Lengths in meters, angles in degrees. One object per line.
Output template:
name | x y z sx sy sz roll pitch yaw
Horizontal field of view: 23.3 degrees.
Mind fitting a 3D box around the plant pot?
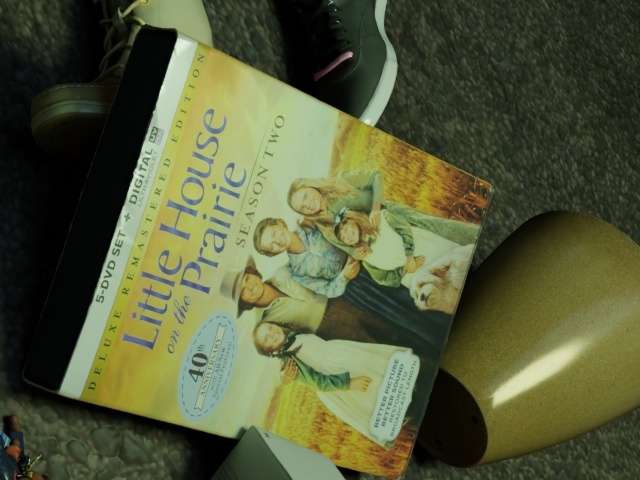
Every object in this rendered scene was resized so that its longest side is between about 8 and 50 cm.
plant pot | 0.208 0.127 1.611 0.254 0.237 0.237 -31 97 -39

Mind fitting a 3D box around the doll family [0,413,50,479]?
doll family | -0.247 0.185 1.122 0.111 0.076 0.193 45 39 -20

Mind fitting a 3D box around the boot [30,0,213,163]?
boot | -0.175 -0.177 1.375 0.262 0.095 0.203 -6 77 -54

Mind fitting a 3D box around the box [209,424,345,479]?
box | -0.029 0.230 1.321 0.101 0.087 0.102 30 11 -39

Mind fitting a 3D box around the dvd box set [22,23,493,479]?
dvd box set | -0.035 0.028 1.363 0.420 0.062 0.307 23 84 -43

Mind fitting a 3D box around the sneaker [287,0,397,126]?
sneaker | -0.002 -0.233 1.619 0.147 0.104 0.296 34 42 -34
